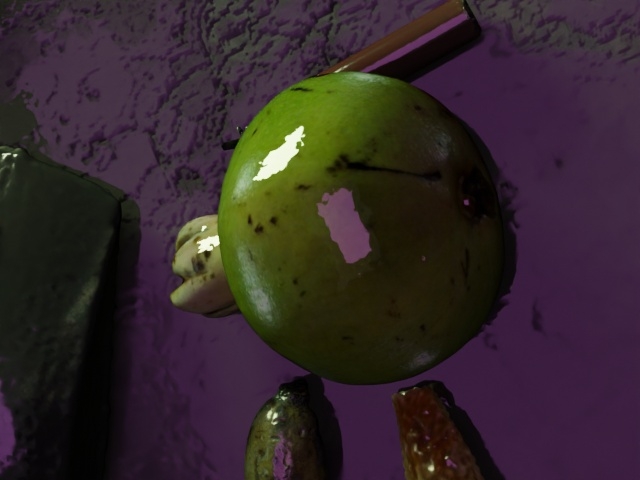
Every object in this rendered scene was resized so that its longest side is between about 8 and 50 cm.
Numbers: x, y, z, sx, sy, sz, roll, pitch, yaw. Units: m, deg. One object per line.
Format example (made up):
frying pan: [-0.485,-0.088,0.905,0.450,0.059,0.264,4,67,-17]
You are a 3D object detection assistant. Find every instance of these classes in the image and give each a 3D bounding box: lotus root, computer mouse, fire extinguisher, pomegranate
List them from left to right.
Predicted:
computer mouse: [-0.221,0.084,1.066,0.168,0.087,0.295,7,89,12]
lotus root: [-0.022,0.134,1.051,0.049,0.054,0.099,1,92,-11]
pomegranate: [0.009,0.009,0.995,0.179,0.179,0.210,46,117,6]
fire extinguisher: [0.023,-0.090,1.057,0.173,0.035,0.049,-28,124,8]

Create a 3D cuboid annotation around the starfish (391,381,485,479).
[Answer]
starfish: [0.178,0.285,0.908,0.398,0.132,0.384,3,90,35]
